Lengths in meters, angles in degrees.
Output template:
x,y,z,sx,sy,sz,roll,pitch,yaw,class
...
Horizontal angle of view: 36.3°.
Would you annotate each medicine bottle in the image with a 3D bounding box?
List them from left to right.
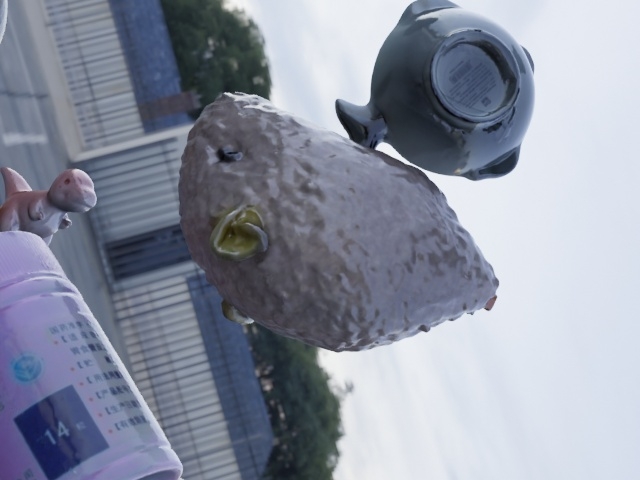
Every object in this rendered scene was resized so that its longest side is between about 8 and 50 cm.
x,y,z,sx,sy,sz,roll,pitch,yaw,class
-0.246,0.132,0.844,0.254,0.152,0.152,53,-15,19,medicine bottle

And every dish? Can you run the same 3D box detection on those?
x,y,z,sx,sy,sz,roll,pitch,yaw,class
0.145,-0.167,1.075,0.224,0.246,0.078,66,-13,0,dish

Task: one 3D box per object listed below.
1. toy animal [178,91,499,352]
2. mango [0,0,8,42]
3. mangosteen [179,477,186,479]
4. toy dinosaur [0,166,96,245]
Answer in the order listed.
x,y,z,sx,sy,sz,roll,pitch,yaw,class
0.006,0.003,0.988,0.188,0.358,0.226,102,14,-55,toy animal
-0.429,-0.288,1.102,0.129,0.146,0.289,57,-37,35,mango
-0.216,0.400,1.126,0.261,0.236,0.235,-55,136,-63,mangosteen
-0.429,-0.052,1.429,0.152,0.177,0.194,27,7,-43,toy dinosaur
